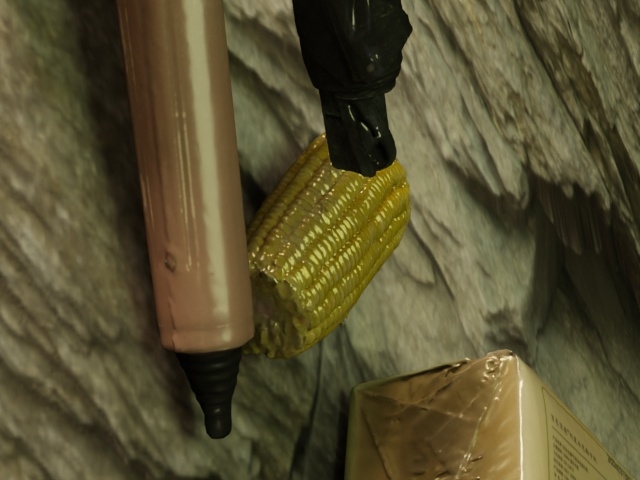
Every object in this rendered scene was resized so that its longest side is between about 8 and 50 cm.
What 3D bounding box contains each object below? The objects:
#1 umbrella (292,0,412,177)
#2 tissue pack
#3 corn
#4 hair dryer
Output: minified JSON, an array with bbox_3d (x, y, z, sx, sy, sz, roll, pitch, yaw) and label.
[{"bbox_3d":[0.011,-0.140,0.902,0.066,0.059,0.236,-34,126,-38],"label":"umbrella"},{"bbox_3d":[0.113,0.189,1.090,0.234,0.125,0.159,43,42,-47],"label":"tissue pack"},{"bbox_3d":[0.000,0.000,1.020,0.165,0.063,0.085,-55,152,-53],"label":"corn"},{"bbox_3d":[-0.064,-0.076,0.914,0.189,0.106,0.344,-19,105,-65],"label":"hair dryer"}]
